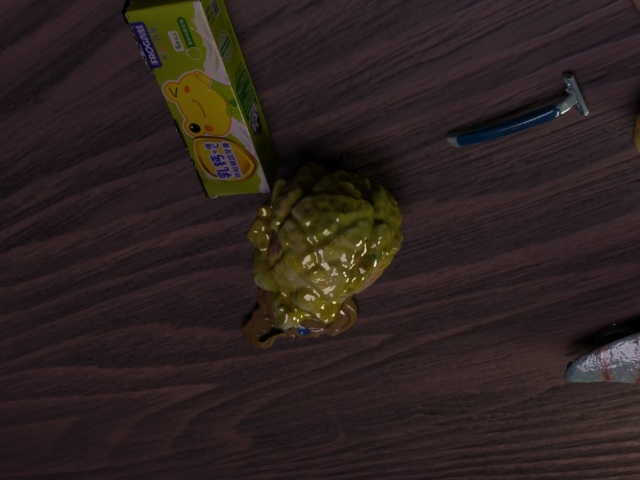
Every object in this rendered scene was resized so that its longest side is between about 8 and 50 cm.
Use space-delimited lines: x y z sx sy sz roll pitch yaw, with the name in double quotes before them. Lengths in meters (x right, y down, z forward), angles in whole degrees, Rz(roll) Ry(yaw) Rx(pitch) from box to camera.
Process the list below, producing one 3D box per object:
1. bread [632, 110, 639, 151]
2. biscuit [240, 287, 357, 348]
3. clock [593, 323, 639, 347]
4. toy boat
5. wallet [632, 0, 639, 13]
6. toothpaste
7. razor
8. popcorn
"bread" 0.493 -0.143 0.903 0.177 0.084 0.119 14 134 1
"biscuit" -0.044 0.131 1.342 0.320 0.047 0.183 -30 119 37
"clock" 0.536 0.183 1.268 0.085 0.017 0.085 7 136 7
"toy boat" 0.576 0.212 1.233 0.282 0.096 0.206 0 129 16
"wallet" 0.434 -0.299 0.795 0.153 0.038 0.118 -23 123 36
"toothpaste" -0.157 -0.207 1.005 0.110 0.077 0.327 -5 133 15
"razor" 0.264 -0.164 0.972 0.191 0.037 0.068 -18 129 28
"popcorn" 0.000 0.000 1.071 0.212 0.259 0.259 51 135 13
